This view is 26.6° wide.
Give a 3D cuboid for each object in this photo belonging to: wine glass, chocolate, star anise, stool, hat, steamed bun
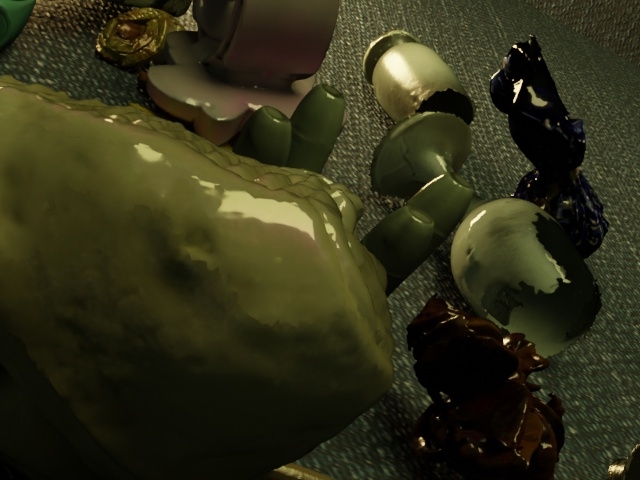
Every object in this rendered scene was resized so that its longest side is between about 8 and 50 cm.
[{"bbox_3d":[0.135,-0.214,1.900,0.111,0.111,0.204,19,24,-30],"label":"wine glass"},{"bbox_3d":[0.267,-0.095,1.577,0.126,0.343,0.148,6,56,18],"label":"chocolate"},{"bbox_3d":[0.131,0.131,1.144,0.220,0.125,0.190,41,38,-50],"label":"star anise"},{"bbox_3d":[0.183,-0.010,1.512,0.143,0.143,0.321,11,31,-42],"label":"wine glass"},{"bbox_3d":[0.000,0.000,1.159,0.195,0.199,0.195,37,21,7],"label":"stool"},{"bbox_3d":[0.293,0.228,1.253,0.050,0.121,0.121,0,-1,37],"label":"hat"},{"bbox_3d":[-0.124,0.042,0.862,0.352,0.247,0.339,16,4,5],"label":"steamed bun"}]

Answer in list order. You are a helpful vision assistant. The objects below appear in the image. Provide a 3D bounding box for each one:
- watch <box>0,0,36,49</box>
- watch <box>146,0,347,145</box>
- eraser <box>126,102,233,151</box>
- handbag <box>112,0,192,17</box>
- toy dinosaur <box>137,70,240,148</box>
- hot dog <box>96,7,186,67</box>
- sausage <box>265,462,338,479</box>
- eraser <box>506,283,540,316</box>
[{"bbox_3d":[-0.399,-0.272,1.365,0.237,0.068,0.195,16,26,-38],"label":"watch"},{"bbox_3d":[-0.069,-0.235,1.398,0.210,0.217,0.248,6,29,-20],"label":"watch"},{"bbox_3d":[-0.136,-0.079,1.342,0.122,0.045,0.097,19,24,-31],"label":"eraser"},{"bbox_3d":[-0.233,-0.438,1.519,0.180,0.317,0.416,31,10,18],"label":"handbag"},{"bbox_3d":[-0.118,-0.130,1.461,0.142,0.057,0.212,14,23,-23],"label":"toy dinosaur"},{"bbox_3d":[-0.199,-0.240,1.573,0.078,0.061,0.169,38,22,16],"label":"hot dog"},{"bbox_3d":[0.006,0.188,1.002,0.132,0.024,0.024,24,23,-18],"label":"sausage"},{"bbox_3d":[0.226,0.053,1.571,0.052,0.029,0.122,14,29,-40],"label":"eraser"}]
